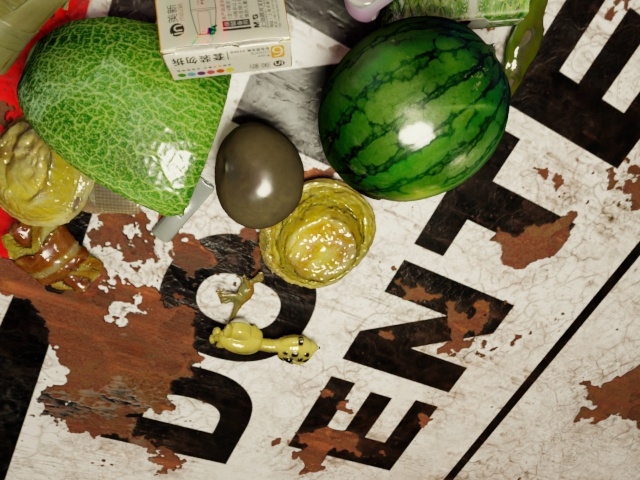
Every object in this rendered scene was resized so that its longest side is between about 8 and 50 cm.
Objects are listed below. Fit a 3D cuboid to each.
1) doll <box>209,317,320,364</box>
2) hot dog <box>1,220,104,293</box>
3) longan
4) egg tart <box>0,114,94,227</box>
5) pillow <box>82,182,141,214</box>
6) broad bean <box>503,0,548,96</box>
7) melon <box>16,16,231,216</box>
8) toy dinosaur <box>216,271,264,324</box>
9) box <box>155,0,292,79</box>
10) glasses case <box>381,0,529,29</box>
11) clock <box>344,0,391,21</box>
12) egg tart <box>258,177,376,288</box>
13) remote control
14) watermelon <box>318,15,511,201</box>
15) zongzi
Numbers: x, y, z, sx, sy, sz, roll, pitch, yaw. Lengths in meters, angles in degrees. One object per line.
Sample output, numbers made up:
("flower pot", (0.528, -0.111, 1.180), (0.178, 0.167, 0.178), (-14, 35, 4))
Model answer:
("doll", (-0.146, 0.272, 1.190), (0.291, 0.086, 0.117), (15, 130, -17))
("hot dog", (-0.598, 0.038, 1.002), (0.146, 0.103, 0.213), (-36, 117, 7))
("longan", (-0.126, -0.136, 0.938), (0.197, 0.196, 0.220), (-6, 103, -5))
("egg tart", (-0.568, -0.142, 0.896), (0.252, 0.098, 0.232), (-33, 93, 6))
("pillow", (-0.463, -0.155, 0.969), (0.135, 0.034, 0.211), (3, 113, -8))
("broad bean", (0.413, -0.370, 0.976), (0.075, 0.067, 0.325), (21, 109, -4))
("melon", (-0.377, -0.251, 0.845), (0.343, 0.226, 0.331), (17, 96, -24))
("toy dinosaur", (-0.196, 0.151, 1.153), (0.126, 0.039, 0.162), (-12, 126, -6))
("box", (-0.173, -0.424, 0.773), (0.221, 0.091, 0.274), (-7, 78, -4))
("glasses case", (0.265, -0.453, 0.898), (0.272, 0.095, 0.062), (-8, 108, -4))
("clock", (0.095, -0.552, 0.794), (0.227, 0.090, 0.248), (-33, 88, 7))
("egg tart", (0.000, 0.000, 1.062), (0.294, 0.123, 0.294), (-4, 115, -8))
("remote control", (-0.319, -0.068, 1.035), (0.050, 0.027, 0.184), (39, 104, -23))
("watermelon", (0.172, -0.241, 0.852), (0.363, 0.363, 0.363), (-3, 116, -7))
("zongzi", (-0.604, -0.447, 0.770), (0.228, 0.115, 0.256), (-39, 108, 15))
